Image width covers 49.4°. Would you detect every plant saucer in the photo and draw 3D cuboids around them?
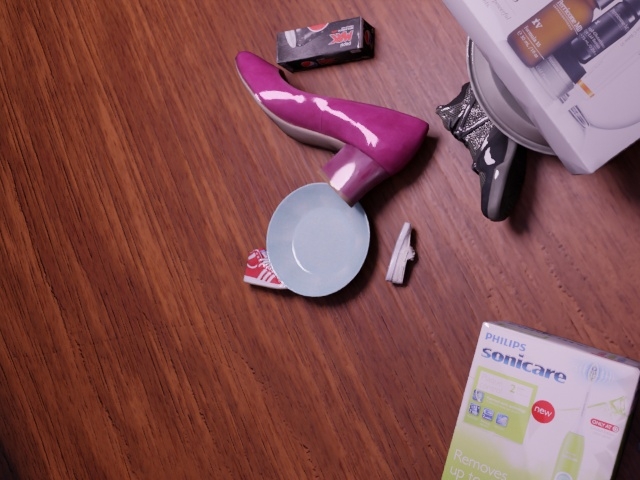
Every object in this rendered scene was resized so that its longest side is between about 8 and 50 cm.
[{"bbox_3d":[0.000,0.000,1.186,0.195,0.037,0.195,-5,80,26],"label":"plant saucer"}]

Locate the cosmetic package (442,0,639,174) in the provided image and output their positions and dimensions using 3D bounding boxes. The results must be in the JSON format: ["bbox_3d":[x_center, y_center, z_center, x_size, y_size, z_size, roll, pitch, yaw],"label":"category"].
[{"bbox_3d":[0.332,-0.315,0.864,0.284,0.097,0.377,-37,90,5],"label":"cosmetic package"}]

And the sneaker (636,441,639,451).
[{"bbox_3d":[0.528,0.169,0.837,0.131,0.112,0.319,39,113,31],"label":"sneaker"}]

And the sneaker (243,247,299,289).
[{"bbox_3d":[-0.085,0.049,1.231,0.118,0.042,0.067,8,93,32],"label":"sneaker"}]

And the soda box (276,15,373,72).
[{"bbox_3d":[0.006,-0.340,1.209,0.168,0.053,0.060,-2,85,29],"label":"soda box"}]

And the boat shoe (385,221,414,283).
[{"bbox_3d":[0.135,0.022,1.119,0.035,0.035,0.100,17,90,2],"label":"boat shoe"}]

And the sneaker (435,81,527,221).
[{"bbox_3d":[0.239,-0.140,1.043,0.130,0.087,0.228,1,83,31],"label":"sneaker"}]

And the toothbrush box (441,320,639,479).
[{"bbox_3d":[0.298,0.274,0.950,0.206,0.122,0.283,17,92,29],"label":"toothbrush box"}]

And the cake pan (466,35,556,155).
[{"bbox_3d":[0.348,-0.261,0.940,0.293,0.054,0.293,0,94,6],"label":"cake pan"}]

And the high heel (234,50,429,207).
[{"bbox_3d":[0.009,-0.236,1.179,0.181,0.127,0.377,-42,70,5],"label":"high heel"}]
